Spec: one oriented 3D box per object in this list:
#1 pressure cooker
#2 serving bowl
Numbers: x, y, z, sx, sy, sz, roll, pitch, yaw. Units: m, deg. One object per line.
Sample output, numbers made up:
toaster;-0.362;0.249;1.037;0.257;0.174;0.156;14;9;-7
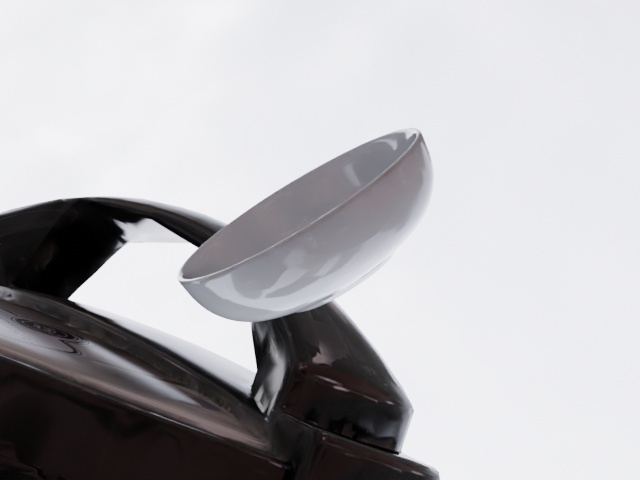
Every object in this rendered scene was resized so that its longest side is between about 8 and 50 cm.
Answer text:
pressure cooker;-0.133;0.183;0.907;0.370;0.420;0.375;21;177;7
serving bowl;0.000;0.000;0.569;0.027;0.083;0.083;58;-143;-11
